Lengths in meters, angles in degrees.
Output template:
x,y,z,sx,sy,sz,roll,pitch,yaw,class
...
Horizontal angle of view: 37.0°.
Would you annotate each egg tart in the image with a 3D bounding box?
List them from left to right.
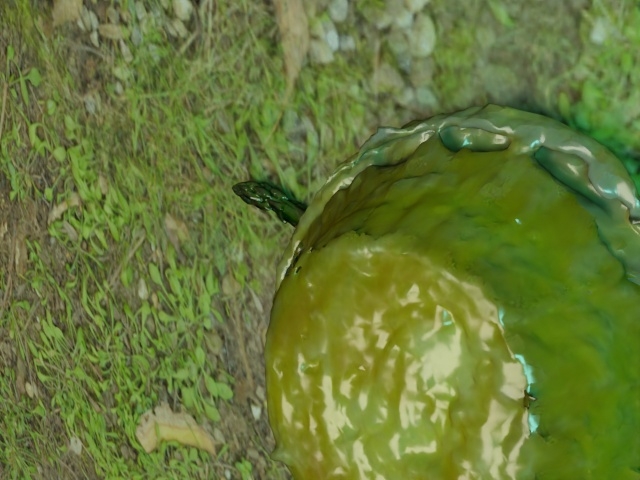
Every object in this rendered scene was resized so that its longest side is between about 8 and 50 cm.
x,y,z,sx,sy,sz,roll,pitch,yaw,class
0.087,0.100,0.662,0.388,0.169,0.388,8,103,40,egg tart

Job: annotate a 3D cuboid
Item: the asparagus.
x,y,z,sx,sy,sz,roll,pitch,yaw,class
0.000,0.000,0.840,0.236,0.027,0.034,39,120,32,asparagus
